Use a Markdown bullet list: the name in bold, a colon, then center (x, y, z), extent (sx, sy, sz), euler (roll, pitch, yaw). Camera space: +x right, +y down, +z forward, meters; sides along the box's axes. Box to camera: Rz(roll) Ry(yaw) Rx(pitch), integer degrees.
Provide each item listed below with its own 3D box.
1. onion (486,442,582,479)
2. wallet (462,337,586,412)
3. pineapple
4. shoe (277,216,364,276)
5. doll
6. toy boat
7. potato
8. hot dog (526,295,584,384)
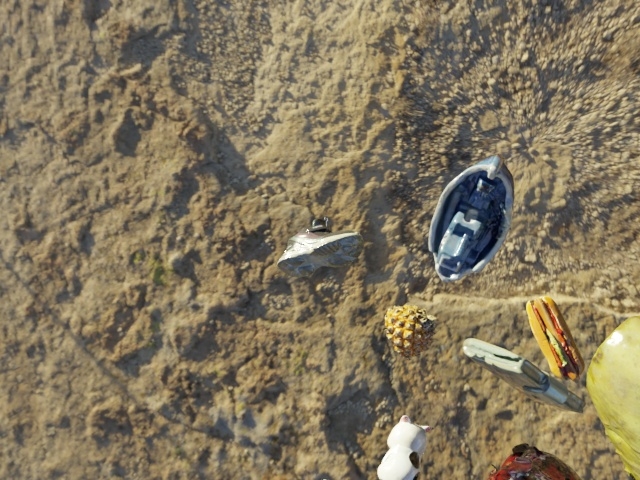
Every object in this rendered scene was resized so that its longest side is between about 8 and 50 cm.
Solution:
- **onion**: center (0.417, 0.526, 1.053), extent (0.280, 0.281, 0.222), euler (-22, 89, 23)
- **wallet**: center (0.623, 0.423, 1.648), extent (0.360, 0.252, 0.083), euler (34, 79, -24)
- **pineapple**: center (0.281, 0.249, 1.577), extent (0.136, 0.176, 0.162), euler (-30, 81, 26)
- **shoe**: center (0.000, 0.000, 0.969), extent (0.169, 0.100, 0.071), euler (-20, 134, 28)
- **doll**: center (0.221, 0.567, 1.429), extent (0.110, 0.181, 0.106), euler (34, 146, -21)
- **toy boat**: center (0.256, -0.023, 0.937), extent (0.129, 0.142, 0.309), euler (25, 144, 14)
- **potato**: center (0.429, 0.211, 0.678), extent (0.141, 0.176, 0.298), euler (-35, 113, -13)
- **hot dog**: center (0.610, 0.257, 1.402), extent (0.092, 0.062, 0.236), euler (-21, 71, -3)
